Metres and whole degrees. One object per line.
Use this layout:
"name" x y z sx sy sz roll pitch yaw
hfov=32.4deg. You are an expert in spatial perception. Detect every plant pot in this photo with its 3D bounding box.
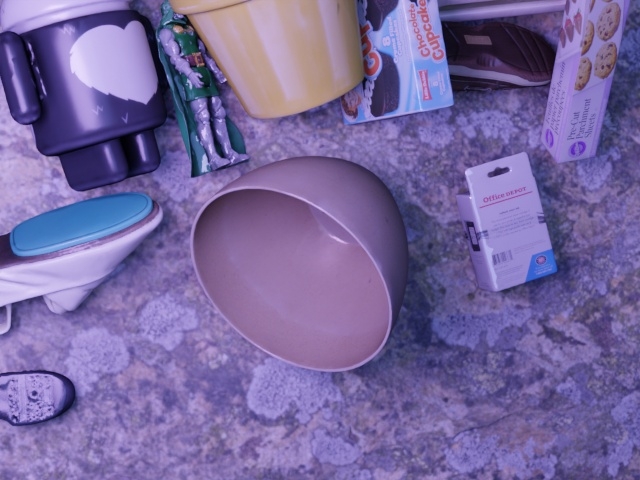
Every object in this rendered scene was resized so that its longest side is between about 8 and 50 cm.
"plant pot" 0.000 0.000 1.430 0.284 0.284 0.191 49 45 -12
"plant pot" -0.054 -0.294 1.398 0.254 0.254 0.239 -25 111 -12

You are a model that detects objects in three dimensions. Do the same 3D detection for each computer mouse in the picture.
"computer mouse" -0.439 0.204 1.422 0.242 0.041 0.071 0 84 -8

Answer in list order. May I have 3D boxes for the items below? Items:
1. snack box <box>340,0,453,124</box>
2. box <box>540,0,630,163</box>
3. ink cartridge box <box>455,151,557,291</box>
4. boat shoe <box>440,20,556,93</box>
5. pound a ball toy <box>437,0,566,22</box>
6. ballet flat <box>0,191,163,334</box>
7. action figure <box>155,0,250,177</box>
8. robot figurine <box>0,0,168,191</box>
"snack box" 0.074 -0.321 1.449 0.060 0.187 0.322 -13 96 -29
"box" 0.365 -0.257 1.506 0.067 0.063 0.324 -9 130 -14
"ink cartridge box" 0.262 -0.028 1.580 0.104 0.060 0.180 -16 97 -13
"boat shoe" 0.218 -0.251 1.550 0.257 0.095 0.095 4 64 -33
"pound a ball toy" 0.247 -0.412 1.540 0.319 0.136 0.208 -9 70 -15
"ballet flat" -0.385 0.047 1.391 0.400 0.139 0.139 -16 97 -9
"action figure" -0.162 -0.205 1.441 0.063 0.137 0.232 -20 93 27
"robot figurine" -0.289 -0.207 1.366 0.173 0.209 0.278 -15 97 -1
